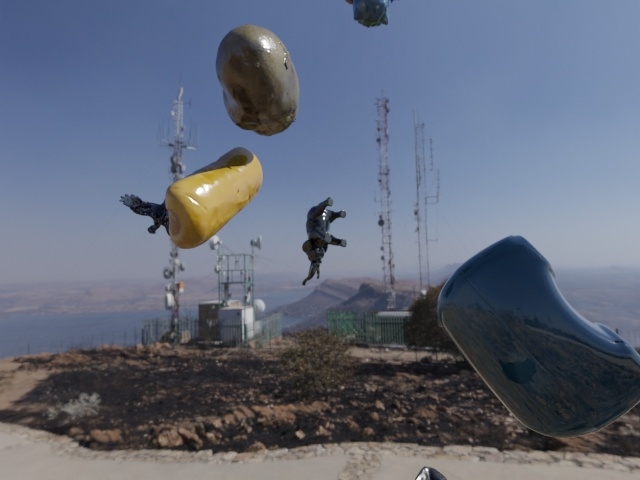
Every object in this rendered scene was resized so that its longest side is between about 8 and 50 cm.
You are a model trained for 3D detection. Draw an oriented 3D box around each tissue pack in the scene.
[{"bbox_3d":[0.318,0.150,0.627,0.206,0.287,0.198,-43,-17,15],"label":"tissue pack"}]

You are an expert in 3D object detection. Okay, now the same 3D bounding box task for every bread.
[{"bbox_3d":[-0.211,-0.100,0.852,0.091,0.141,0.305,16,34,11],"label":"bread"}]

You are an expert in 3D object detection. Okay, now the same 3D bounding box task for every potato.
[{"bbox_3d":[-0.122,-0.318,0.814,0.165,0.164,0.262,-2,-19,-3],"label":"potato"}]

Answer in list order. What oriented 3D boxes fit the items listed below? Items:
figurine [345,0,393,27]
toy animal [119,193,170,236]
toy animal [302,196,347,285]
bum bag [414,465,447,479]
[{"bbox_3d":[0.137,-0.675,1.086,0.115,0.178,0.144,-4,26,-19],"label":"figurine"},{"bbox_3d":[-0.399,-0.064,1.012,0.062,0.108,0.220,32,-6,46],"label":"toy animal"},{"bbox_3d":[0.005,0.002,1.183,0.082,0.269,0.137,15,-12,-35],"label":"toy animal"},{"bbox_3d":[0.102,0.328,0.294,0.095,0.143,0.340,17,4,-2],"label":"bum bag"}]
